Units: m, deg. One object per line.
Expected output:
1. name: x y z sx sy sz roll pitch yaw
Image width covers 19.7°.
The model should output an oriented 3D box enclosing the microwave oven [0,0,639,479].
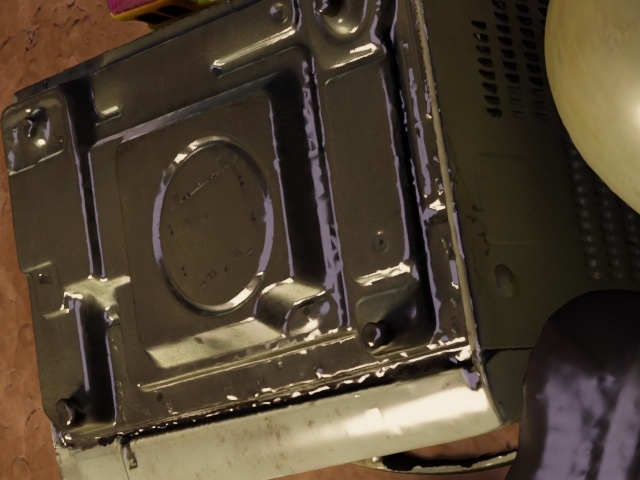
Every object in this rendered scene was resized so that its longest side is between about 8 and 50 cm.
1. microwave oven: 0.000 0.000 1.221 0.394 0.247 0.333 -18 78 42

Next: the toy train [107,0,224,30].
1. toy train: -0.015 -0.211 1.301 0.296 0.160 0.101 -12 75 43

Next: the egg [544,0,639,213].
1. egg: 0.259 -0.086 0.997 0.295 0.218 0.218 40 116 24

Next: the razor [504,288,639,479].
1. razor: 0.265 0.147 0.957 0.349 0.113 0.204 11 86 14
